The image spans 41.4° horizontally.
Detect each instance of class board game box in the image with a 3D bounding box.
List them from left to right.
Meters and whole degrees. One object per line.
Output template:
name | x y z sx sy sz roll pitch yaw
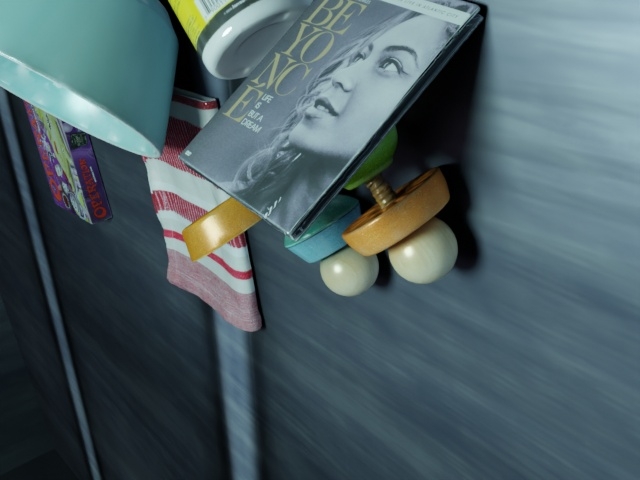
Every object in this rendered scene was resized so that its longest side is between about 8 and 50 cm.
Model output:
board game box | -0.484 -0.214 1.555 0.208 0.056 0.347 25 131 56

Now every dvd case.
dvd case | 0.001 -0.118 0.671 0.164 0.221 0.018 34 171 44

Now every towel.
towel | -0.179 -0.051 1.179 0.237 0.037 0.329 23 130 50

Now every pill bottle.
pill bottle | -0.101 -0.269 0.804 0.208 0.119 0.119 61 151 11

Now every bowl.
bowl | -0.296 -0.243 1.028 0.311 0.163 0.311 27 173 4

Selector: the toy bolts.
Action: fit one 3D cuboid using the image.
toy bolts | 0.000 0.000 0.781 0.158 0.218 0.228 56 170 -7
